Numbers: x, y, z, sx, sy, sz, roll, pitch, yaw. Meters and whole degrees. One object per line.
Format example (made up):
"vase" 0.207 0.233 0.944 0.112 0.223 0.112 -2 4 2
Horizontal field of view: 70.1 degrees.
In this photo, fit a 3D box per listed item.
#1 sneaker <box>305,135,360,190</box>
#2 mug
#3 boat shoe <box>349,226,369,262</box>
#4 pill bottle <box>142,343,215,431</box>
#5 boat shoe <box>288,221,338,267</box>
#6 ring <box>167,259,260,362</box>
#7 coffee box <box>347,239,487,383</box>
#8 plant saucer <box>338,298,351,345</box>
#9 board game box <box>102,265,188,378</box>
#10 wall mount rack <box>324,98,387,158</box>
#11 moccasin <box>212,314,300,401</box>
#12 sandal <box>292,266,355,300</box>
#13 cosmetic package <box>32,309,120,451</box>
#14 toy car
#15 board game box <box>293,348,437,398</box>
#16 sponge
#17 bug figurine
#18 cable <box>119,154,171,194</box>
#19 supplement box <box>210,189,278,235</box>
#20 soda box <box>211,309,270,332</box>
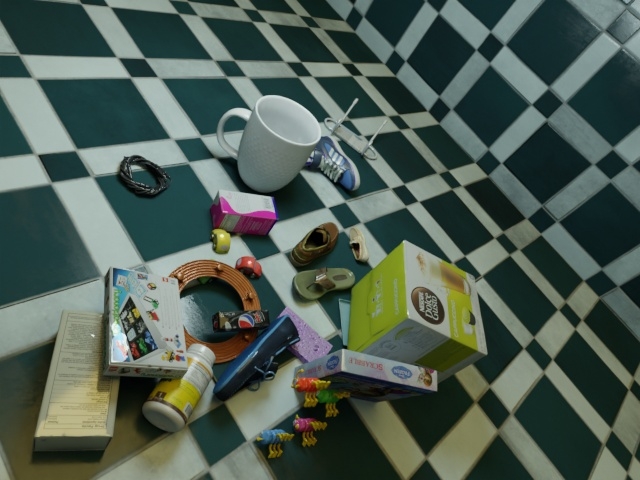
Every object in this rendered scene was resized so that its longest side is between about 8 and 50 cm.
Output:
"sneaker" 0.015 -0.348 2.132 0.236 0.130 0.323 -19 70 -33
"mug" -0.232 -0.382 1.822 0.373 0.328 0.276 26 43 -13
"boat shoe" 0.155 0.013 1.942 0.059 0.063 0.170 7 51 -38
"pill bottle" -0.366 0.384 1.214 0.117 0.117 0.215 33 42 -6
"boat shoe" 0.000 0.000 1.814 0.110 0.104 0.307 41 42 3
"ring" -0.333 0.209 1.415 0.336 0.032 0.337 17 56 -27
"coffee box" 0.324 0.274 1.613 0.334 0.338 0.338 27 42 -18
"plant saucer" 0.101 0.306 1.682 0.067 0.018 0.192 16 46 -23
"board game box" -0.459 0.210 1.192 0.192 0.053 0.305 17 35 -36
"wall mount rack" 0.208 -0.611 2.477 0.350 0.130 0.304 36 42 -4
"moccasin" -0.166 0.356 1.354 0.117 0.137 0.342 53 50 -5
"sandal" 0.018 0.142 1.715 0.302 0.086 0.120 -12 61 -41
"cosmetic package" -0.577 0.336 1.114 0.160 0.113 0.310 13 48 -26
"toy car" -0.333 0.070 1.560 0.239 0.053 0.225 43 42 6
"board game box" 0.124 0.417 1.374 0.318 0.318 0.066 18 60 -20
"sponge" -0.068 0.329 1.533 0.210 0.031 0.117 41 42 3
"bug figurine" -0.047 0.483 1.285 0.216 0.279 0.072 23 15 -43
"cable" -0.638 -0.233 1.629 0.184 0.047 0.151 40 47 -1
"supplement box" -0.285 -0.102 1.701 0.219 0.114 0.111 7 51 -32
"soda box" -0.241 0.246 1.396 0.168 0.060 0.054 3 67 -34
